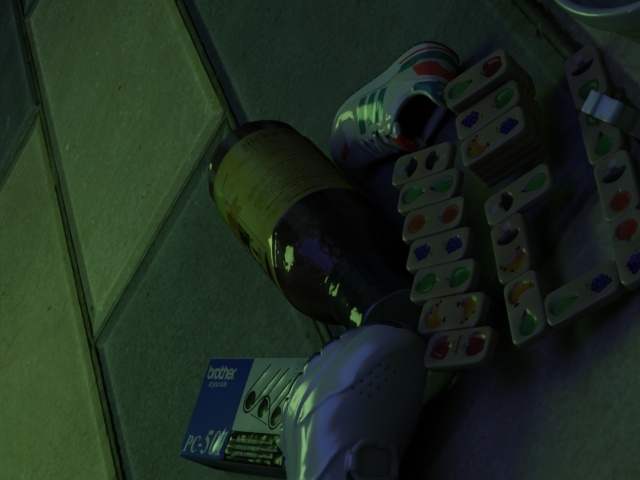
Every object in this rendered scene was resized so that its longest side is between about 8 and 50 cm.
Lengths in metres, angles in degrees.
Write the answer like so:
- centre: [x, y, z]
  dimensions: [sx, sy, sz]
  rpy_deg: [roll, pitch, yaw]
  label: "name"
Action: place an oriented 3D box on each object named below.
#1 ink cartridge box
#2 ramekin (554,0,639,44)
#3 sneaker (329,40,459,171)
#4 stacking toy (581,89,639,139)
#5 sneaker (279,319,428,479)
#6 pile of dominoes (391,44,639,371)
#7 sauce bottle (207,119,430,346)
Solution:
- centre: [-0.048, 0.154, 1.422]
  dimensions: [0.207, 0.046, 0.097]
  rpy_deg: [-7, 62, 61]
  label: "ink cartridge box"
- centre: [0.238, -0.201, 0.978]
  dimensions: [0.207, 0.109, 0.207]
  rpy_deg: [-37, 39, 37]
  label: "ramekin"
- centre: [0.059, -0.099, 1.401]
  dimensions: [0.161, 0.057, 0.075]
  rpy_deg: [-41, 30, 38]
  label: "sneaker"
- centre: [0.266, -0.129, 1.034]
  dimensions: [0.167, 0.052, 0.221]
  rpy_deg: [-65, 26, 6]
  label: "stacking toy"
- centre: [0.020, 0.203, 1.200]
  dimensions: [0.129, 0.111, 0.297]
  rpy_deg: [35, 108, 59]
  label: "sneaker"
- centre: [0.129, -0.030, 1.173]
  dimensions: [0.196, 0.040, 0.251]
  rpy_deg: [-33, 39, 25]
  label: "pile of dominoes"
- centre: [0.000, 0.000, 1.373]
  dimensions: [0.111, 0.111, 0.344]
  rpy_deg: [-62, 28, 12]
  label: "sauce bottle"
